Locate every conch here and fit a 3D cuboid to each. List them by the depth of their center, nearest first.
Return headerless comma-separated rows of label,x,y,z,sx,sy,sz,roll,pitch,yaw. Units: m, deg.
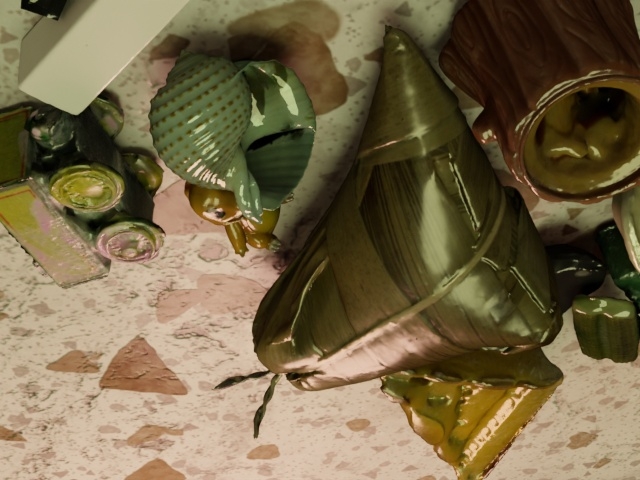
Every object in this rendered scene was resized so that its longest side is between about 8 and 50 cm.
conch,-0.108,-0.125,1.289,0.172,0.131,0.200,-35,130,-31

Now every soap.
soap,0.172,0.257,1.812,0.305,0.169,0.338,6,139,-17

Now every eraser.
eraser,-0.196,-0.250,1.162,0.076,0.078,0.298,25,132,-36

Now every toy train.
toy train,-0.289,-0.057,1.348,0.178,0.134,0.261,-15,142,10

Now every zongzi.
zongzi,0.004,-0.014,1.464,0.500,0.218,0.467,-19,120,26

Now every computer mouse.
computer mouse,0.323,0.059,1.660,0.122,0.073,0.217,13,144,-22

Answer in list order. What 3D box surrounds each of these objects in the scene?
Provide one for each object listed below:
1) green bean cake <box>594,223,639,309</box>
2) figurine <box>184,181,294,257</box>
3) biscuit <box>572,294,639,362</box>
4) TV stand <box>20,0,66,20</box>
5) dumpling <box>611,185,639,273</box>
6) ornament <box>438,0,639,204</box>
green bean cake,0.517,0.025,1.627,0.193,0.107,0.208,-29,136,27
figurine,-0.118,-0.050,1.407,0.122,0.121,0.176,18,178,20
biscuit,0.431,0.137,1.719,0.099,0.038,0.322,4,164,16
TV stand,-0.227,-0.320,1.090,0.040,0.049,0.256,15,137,-25
dumpling,0.482,0.000,1.481,0.318,0.187,0.242,-7,103,-27
ornament,0.252,-0.168,1.208,0.221,0.217,0.235,-13,132,1
